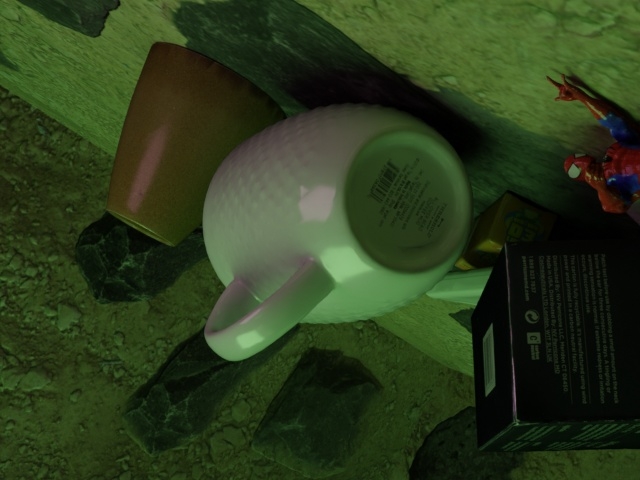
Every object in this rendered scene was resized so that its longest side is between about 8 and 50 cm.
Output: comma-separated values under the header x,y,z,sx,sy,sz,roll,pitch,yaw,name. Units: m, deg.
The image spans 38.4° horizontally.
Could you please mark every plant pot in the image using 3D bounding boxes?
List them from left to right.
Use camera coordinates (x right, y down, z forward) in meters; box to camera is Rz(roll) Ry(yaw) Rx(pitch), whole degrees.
x,y,z,sx,sy,sz,roll,pitch,yaw,name
-0.215,-0.129,1.402,0.237,0.254,0.237,28,172,4,plant pot

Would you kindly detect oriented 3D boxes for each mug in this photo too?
x,y,z,sx,sy,sz,roll,pitch,yaw,name
0.000,0.000,1.127,0.276,0.374,0.328,48,160,-14,mug

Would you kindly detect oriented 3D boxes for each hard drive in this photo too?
x,y,z,sx,sy,sz,roll,pitch,yaw,name
0.317,0.065,1.243,0.203,0.040,0.307,11,169,-30,hard drive

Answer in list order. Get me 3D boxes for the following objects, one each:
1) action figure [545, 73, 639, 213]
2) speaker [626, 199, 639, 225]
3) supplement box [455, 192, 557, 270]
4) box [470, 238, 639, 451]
x,y,z,sx,sy,sz,roll,pitch,yaw,name
0.279,-0.076,0.762,0.139,0.092,0.280,24,172,-23,action figure
0.340,-0.034,0.923,0.136,0.055,0.055,34,169,-34,speaker
0.258,0.002,1.306,0.078,0.080,0.233,25,168,2,supplement box
0.337,0.127,0.994,0.312,0.179,0.343,0,163,3,box
